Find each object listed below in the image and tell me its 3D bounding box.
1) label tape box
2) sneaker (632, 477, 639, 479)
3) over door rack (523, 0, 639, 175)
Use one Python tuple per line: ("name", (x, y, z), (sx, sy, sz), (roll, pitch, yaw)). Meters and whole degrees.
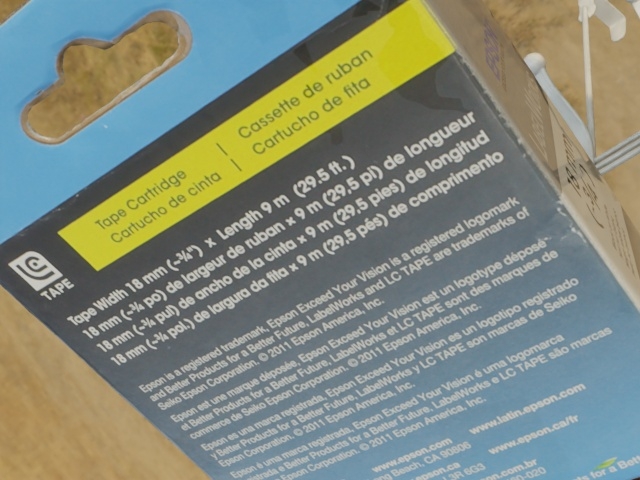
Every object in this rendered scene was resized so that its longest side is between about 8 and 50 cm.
("label tape box", (0.000, 0.000, 0.445), (0.241, 0.106, 0.333), (-28, 116, 26))
("sneaker", (0.254, 0.224, 0.746), (0.106, 0.281, 0.162), (7, 121, 35))
("over door rack", (0.304, -0.207, 0.817), (0.108, 0.324, 0.239), (42, 133, -16))
